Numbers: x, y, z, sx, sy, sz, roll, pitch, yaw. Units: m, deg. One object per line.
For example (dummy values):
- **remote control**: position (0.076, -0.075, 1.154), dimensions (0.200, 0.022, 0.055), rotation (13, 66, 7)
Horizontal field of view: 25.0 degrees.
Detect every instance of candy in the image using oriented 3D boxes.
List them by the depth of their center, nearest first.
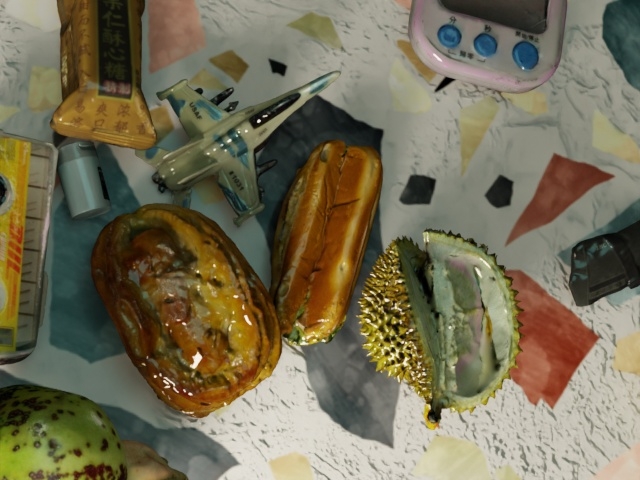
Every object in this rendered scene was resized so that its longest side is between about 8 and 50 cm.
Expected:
- **candy**: position (-0.267, -0.241, 1.735), dimensions (0.143, 0.101, 0.271), rotation (7, 66, -24)

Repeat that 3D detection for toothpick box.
- **toothpick box**: position (-0.282, -0.071, 1.709), dimensions (0.052, 0.052, 0.083), rotation (-15, 82, -19)

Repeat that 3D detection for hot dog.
- **hot dog**: position (-0.159, 0.071, 1.670), dimensions (0.175, 0.114, 0.259), rotation (-33, 87, -10)
- **hot dog**: position (0.000, 0.000, 1.760), dimensions (0.115, 0.072, 0.269), rotation (22, 72, -10)

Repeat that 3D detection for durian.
- **durian**: position (0.133, 0.115, 1.734), dimensions (0.193, 0.138, 0.237), rotation (17, 69, -15)

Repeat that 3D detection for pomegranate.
- **pomegranate**: position (-0.273, 0.275, 1.542), dimensions (0.276, 0.222, 0.204), rotation (30, 52, -26)

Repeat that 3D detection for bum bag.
- **bum bag**: position (0.399, 0.019, 1.886), dimensions (0.198, 0.049, 0.087), rotation (-22, 107, -20)

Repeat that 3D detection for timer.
- **timer**: position (0.219, -0.294, 1.902), dimensions (0.208, 0.069, 0.190), rotation (13, 73, -11)

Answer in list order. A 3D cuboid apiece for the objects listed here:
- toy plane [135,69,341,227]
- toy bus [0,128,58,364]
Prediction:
- **toy plane**: position (-0.089, -0.133, 1.754), dimensions (0.262, 0.088, 0.192), rotation (-30, 88, -6)
- **toy bus**: position (-0.363, 0.013, 1.648), dimensions (0.106, 0.092, 0.268), rotation (11, 72, -23)
